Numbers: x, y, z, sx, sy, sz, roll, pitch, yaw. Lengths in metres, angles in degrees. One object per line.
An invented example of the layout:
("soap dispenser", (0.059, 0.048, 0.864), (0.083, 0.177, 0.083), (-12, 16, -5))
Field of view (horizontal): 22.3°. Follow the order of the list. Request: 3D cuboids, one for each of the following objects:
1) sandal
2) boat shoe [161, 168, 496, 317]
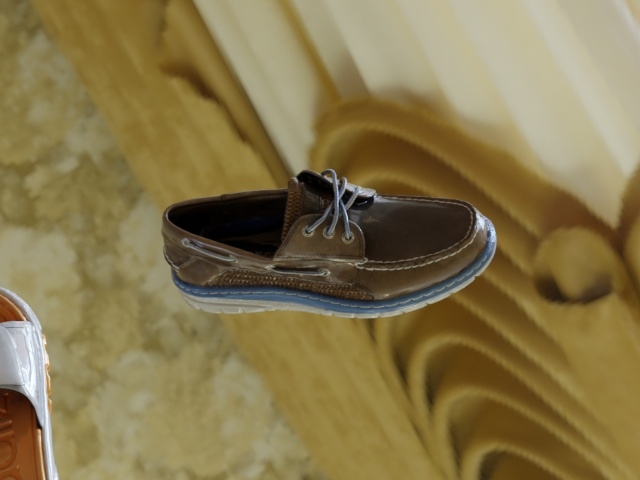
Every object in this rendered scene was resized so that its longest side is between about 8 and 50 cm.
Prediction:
("sandal", (-0.265, 0.139, 1.288), (0.102, 0.076, 0.265), (-25, -119, 9))
("boat shoe", (0.000, 0.000, 0.865), (0.183, 0.066, 0.066), (-8, -132, 15))
